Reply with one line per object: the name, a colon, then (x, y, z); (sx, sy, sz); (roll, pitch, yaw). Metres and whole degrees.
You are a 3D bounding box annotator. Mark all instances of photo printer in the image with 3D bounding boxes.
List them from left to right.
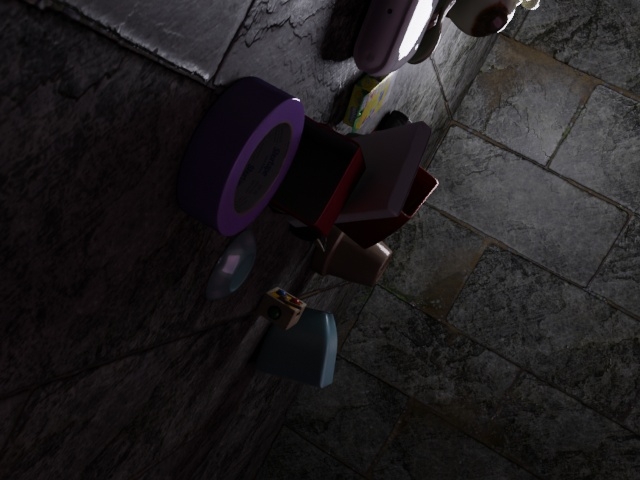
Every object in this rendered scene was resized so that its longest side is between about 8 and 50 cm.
photo printer: (0.191, -0.536, 1.629); (0.256, 0.107, 0.307); (-44, 161, -53)

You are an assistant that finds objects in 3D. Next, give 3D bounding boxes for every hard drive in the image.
hard drive: (0.082, -0.148, 1.627); (0.353, 0.047, 0.233); (-5, -125, 51)

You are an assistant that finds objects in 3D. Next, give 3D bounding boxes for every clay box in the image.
clay box: (0.131, -0.390, 1.869); (0.222, 0.053, 0.127); (-47, 163, -43)

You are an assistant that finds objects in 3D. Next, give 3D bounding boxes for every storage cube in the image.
storage cube: (-0.031, -0.139, 1.474); (0.215, 0.184, 0.193); (-60, 170, -2)

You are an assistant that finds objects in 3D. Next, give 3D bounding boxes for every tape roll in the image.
tape roll: (-0.137, -0.147, 1.238); (0.275, 0.090, 0.275); (-55, 168, -18)

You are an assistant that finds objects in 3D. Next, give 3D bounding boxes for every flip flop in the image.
flip flop: (0.296, -0.622, 1.912); (0.080, 0.112, 0.277); (4, 121, -48)

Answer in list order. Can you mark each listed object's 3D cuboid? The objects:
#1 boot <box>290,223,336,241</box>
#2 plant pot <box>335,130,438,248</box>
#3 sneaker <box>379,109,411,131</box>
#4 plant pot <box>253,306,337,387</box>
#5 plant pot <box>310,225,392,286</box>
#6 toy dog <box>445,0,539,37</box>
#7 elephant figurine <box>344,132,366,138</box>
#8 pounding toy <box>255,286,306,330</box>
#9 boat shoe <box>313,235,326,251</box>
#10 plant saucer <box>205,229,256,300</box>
boot: (0.011, -0.099, 1.858); (0.305, 0.112, 0.115); (-34, -150, 61)
plant pot: (0.162, -0.137, 2.182); (0.236, 0.267, 0.267); (-53, 176, 40)
sneaker: (0.226, -0.312, 2.393); (0.130, 0.109, 0.286); (-45, 153, -31)
plant pot: (-0.062, 0.359, 2.456); (0.247, 0.248, 0.252); (39, 66, -78)
plant pot: (0.126, 0.045, 2.484); (0.263, 0.229, 0.263); (-57, 168, -20)
toy dog: (0.541, -0.801, 2.066); (0.395, 0.284, 0.408); (-5, 125, -60)
elephant figurine: (0.126, -0.233, 1.943); (0.239, 0.169, 0.186); (-61, 166, -10)
pounding toy: (-0.109, 0.200, 2.102); (0.100, 0.130, 0.141); (-63, 168, 13)
boat shoe: (0.001, 0.001, 2.285); (0.042, 0.049, 0.133); (-49, 162, -13)
plant saucer: (-0.198, 0.067, 1.634); (0.195, 0.037, 0.195); (-55, 168, -19)
